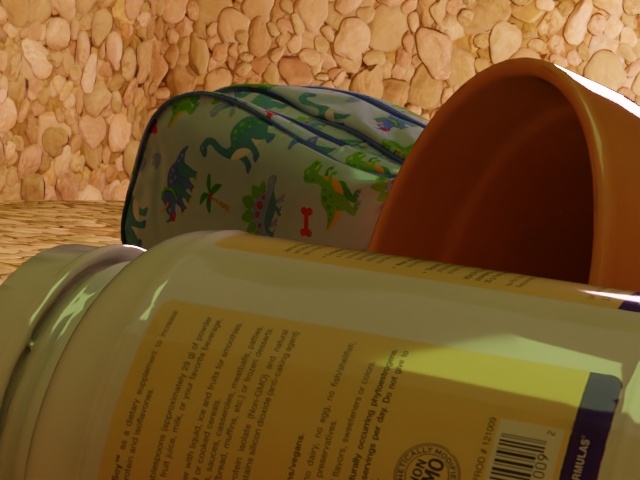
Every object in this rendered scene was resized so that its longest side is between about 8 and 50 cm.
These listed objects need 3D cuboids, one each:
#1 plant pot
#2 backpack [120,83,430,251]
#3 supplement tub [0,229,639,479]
[{"bbox_3d":[0.168,0.058,0.992,0.203,0.291,0.291,16,1,-23],"label":"plant pot"},{"bbox_3d":[0.000,0.000,1.371,0.273,0.290,0.355,2,28,-29],"label":"backpack"},{"bbox_3d":[0.015,0.123,0.746,0.331,0.241,0.241,8,6,22],"label":"supplement tub"}]
